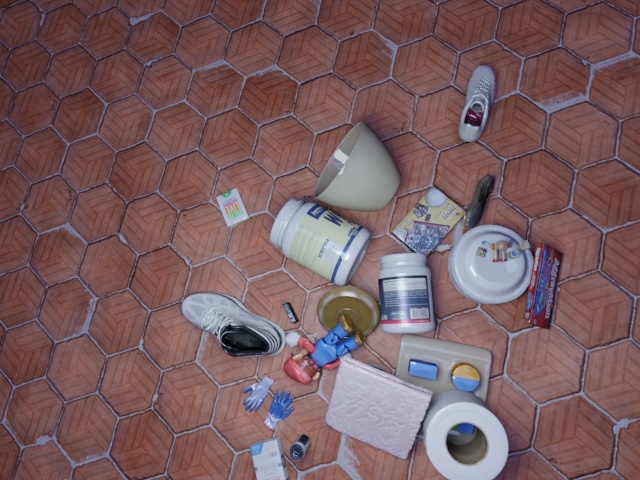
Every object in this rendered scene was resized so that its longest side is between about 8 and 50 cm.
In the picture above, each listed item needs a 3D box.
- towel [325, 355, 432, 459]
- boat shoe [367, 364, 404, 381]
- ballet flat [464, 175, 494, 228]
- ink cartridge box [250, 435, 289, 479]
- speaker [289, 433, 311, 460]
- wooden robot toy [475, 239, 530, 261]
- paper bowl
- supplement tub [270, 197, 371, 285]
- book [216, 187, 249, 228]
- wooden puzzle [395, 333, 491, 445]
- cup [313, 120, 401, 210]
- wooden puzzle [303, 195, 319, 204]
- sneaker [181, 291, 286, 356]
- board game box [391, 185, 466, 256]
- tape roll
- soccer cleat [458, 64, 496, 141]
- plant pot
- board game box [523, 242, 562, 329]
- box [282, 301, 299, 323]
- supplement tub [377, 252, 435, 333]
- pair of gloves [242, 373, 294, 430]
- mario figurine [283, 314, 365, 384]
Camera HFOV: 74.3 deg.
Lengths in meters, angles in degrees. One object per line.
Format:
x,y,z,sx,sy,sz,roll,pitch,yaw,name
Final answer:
0.188,0.573,1.446,0.316,0.053,0.332,18,120,12,towel
0.209,0.490,1.503,0.183,0.083,0.065,12,85,37,boat shoe
0.583,-0.148,1.576,0.058,0.084,0.250,13,62,37,ballet flat
-0.182,0.828,1.547,0.104,0.060,0.180,-16,77,5,ink cartridge box
-0.072,0.736,1.507,0.055,0.136,0.055,-2,79,9,speaker
0.612,0.030,1.405,0.173,0.079,0.076,-4,79,8,wooden robot toy
0.610,0.085,1.512,0.284,0.148,0.285,-2,78,8,paper bowl
0.000,0.000,1.578,0.324,0.235,0.236,28,85,12,supplement tub
-0.366,-0.136,1.770,0.096,0.035,0.144,-25,76,0,book
0.423,0.531,1.494,0.321,0.080,0.348,9,81,11,wooden puzzle
0.158,-0.240,1.582,0.236,0.331,0.331,31,85,-13,cup
-0.045,-0.159,1.732,0.083,0.006,0.050,0,80,9,wooden puzzle
-0.356,0.300,1.570,0.447,0.257,0.169,20,84,12,sneaker
0.414,-0.067,1.623,0.165,0.042,0.243,42,89,14,board game box
0.456,0.624,1.358,0.245,0.169,0.246,-1,84,8,tape roll
0.616,-0.544,1.626,0.115,0.143,0.332,13,82,11,soccer cleat
0.101,0.277,1.552,0.236,0.032,0.237,4,115,9,plant pot
0.783,0.161,1.483,0.027,0.145,0.282,3,77,54,board game box
-0.114,0.280,1.632,0.018,0.067,0.083,-28,77,3,box
0.306,0.192,1.517,0.191,0.191,0.273,-4,79,8,supplement tub
-0.202,0.612,1.609,0.198,0.023,0.159,34,86,13,pair of gloves
-0.002,0.397,1.563,0.320,0.170,0.198,-36,67,12,mario figurine
